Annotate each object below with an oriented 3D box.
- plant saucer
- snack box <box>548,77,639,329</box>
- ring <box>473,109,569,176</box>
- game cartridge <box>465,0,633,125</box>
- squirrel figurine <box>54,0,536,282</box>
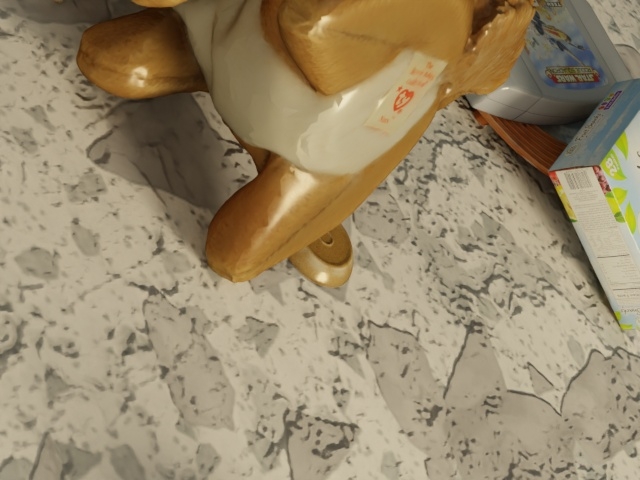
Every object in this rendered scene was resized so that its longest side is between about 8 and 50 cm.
[{"bbox_3d":[0.000,0.000,1.166,0.083,0.015,0.083,27,43,-29],"label":"plant saucer"},{"bbox_3d":[0.337,-0.039,1.430,0.174,0.070,0.207,-47,118,-37],"label":"snack box"},{"bbox_3d":[0.239,-0.194,1.571,0.336,0.032,0.336,27,44,-30],"label":"ring"},{"bbox_3d":[0.233,-0.221,1.518,0.297,0.062,0.198,-10,64,-50],"label":"game cartridge"},{"bbox_3d":[-0.034,-0.239,1.115,0.397,0.281,0.370,-31,63,-30],"label":"squirrel figurine"}]
